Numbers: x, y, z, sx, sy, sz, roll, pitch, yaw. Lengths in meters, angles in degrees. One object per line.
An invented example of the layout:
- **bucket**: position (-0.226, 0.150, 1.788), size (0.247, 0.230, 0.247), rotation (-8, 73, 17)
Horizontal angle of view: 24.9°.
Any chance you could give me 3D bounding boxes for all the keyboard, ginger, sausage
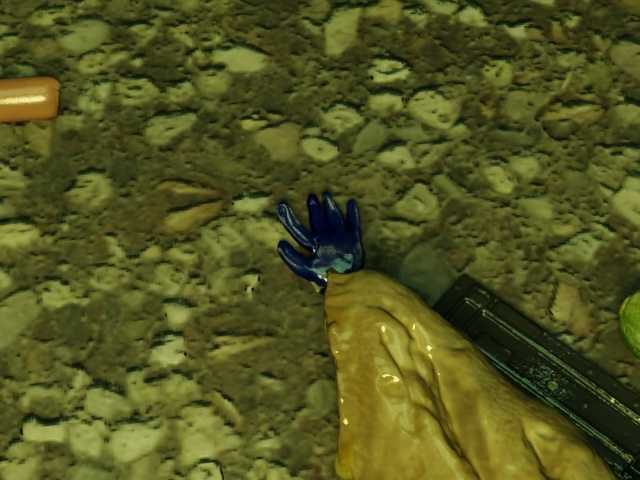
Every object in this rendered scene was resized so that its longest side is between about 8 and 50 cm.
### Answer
- **keyboard**: position (0.163, 0.101, 1.003), size (0.204, 0.013, 0.061), rotation (36, 64, 18)
- **ginger**: position (0.095, 0.156, 0.903), size (0.190, 0.126, 0.354), rotation (-33, 67, -14)
- **sausage**: position (-0.238, -0.107, 1.100), size (0.083, 0.034, 0.034), rotation (-4, 59, -5)

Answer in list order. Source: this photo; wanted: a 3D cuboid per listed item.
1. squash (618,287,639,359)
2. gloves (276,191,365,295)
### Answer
- **squash**: position (0.311, 0.091, 0.987), size (0.229, 0.066, 0.066), rotation (24, 61, 10)
- **gloves**: position (0.000, 0.000, 1.050), size (0.064, 0.026, 0.086), rotation (-7, 60, -4)
